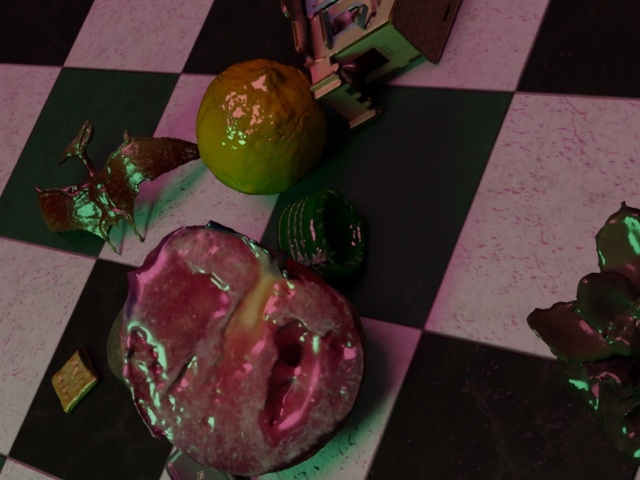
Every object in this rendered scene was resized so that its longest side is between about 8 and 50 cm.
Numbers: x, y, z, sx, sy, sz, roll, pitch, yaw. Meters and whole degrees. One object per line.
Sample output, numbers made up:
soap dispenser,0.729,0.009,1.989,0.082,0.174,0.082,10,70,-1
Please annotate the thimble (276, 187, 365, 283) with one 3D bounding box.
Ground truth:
thimble,0.000,0.000,1.809,0.090,0.118,0.130,-20,33,36

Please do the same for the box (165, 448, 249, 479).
box,-0.156,0.323,1.794,0.091,0.031,0.126,-46,54,11

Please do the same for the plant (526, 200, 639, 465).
plant,0.352,0.111,1.301,0.215,0.312,0.213,-45,48,5

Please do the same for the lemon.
lemon,-0.087,-0.163,1.920,0.231,0.192,0.192,110,157,-51

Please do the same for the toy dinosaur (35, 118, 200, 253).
toy dinosaur,-0.349,-0.079,2.165,0.206,0.113,0.327,41,120,10

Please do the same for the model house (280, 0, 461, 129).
model house,0.083,-0.363,1.921,0.244,0.169,0.326,-26,50,24

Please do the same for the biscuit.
biscuit,-0.388,0.221,2.077,0.081,0.018,0.083,-47,44,9

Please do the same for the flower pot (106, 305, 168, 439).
flower pot,-0.205,0.156,1.868,0.235,0.148,0.235,-20,54,29

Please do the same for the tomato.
tomato,-0.109,0.139,1.720,0.290,0.335,0.176,-61,0,3
